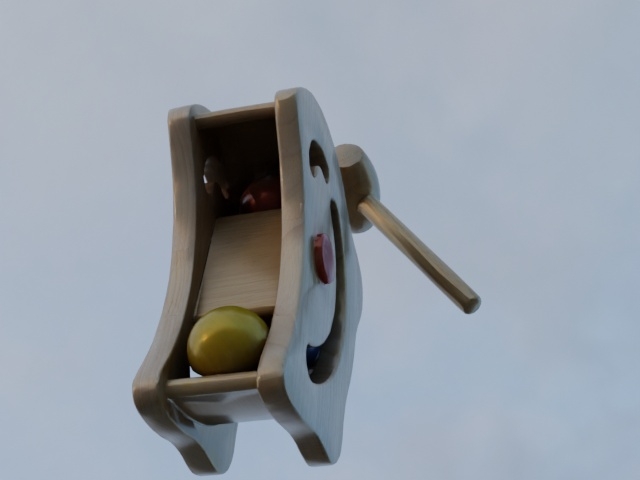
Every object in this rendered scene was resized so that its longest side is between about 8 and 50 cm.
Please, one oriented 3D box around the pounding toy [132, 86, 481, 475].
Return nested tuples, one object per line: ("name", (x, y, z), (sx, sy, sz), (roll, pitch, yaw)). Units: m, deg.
("pounding toy", (0.000, 0.000, 0.679), (0.155, 0.269, 0.154), (-8, -54, 14))
